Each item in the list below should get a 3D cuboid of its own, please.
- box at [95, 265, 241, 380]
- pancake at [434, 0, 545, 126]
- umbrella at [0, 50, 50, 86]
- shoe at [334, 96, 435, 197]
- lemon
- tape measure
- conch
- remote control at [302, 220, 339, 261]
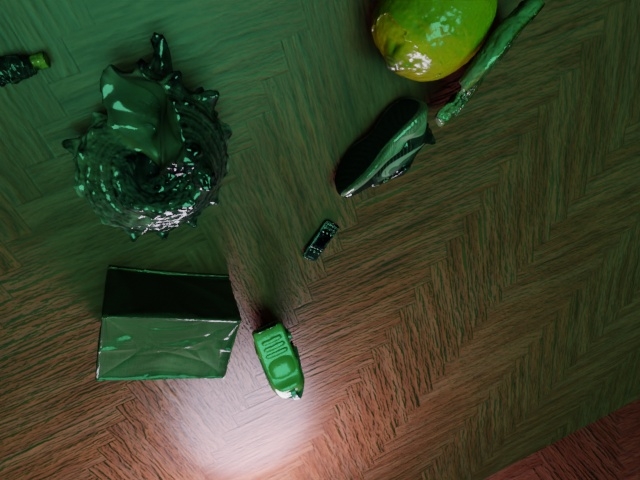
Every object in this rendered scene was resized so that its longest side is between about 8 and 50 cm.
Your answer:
[{"bbox_3d":[-0.288,0.158,0.845,0.231,0.149,0.156,8,117,-25],"label":"box"},{"bbox_3d":[0.280,-0.301,0.757,0.037,0.253,0.254,38,105,4],"label":"pancake"},{"bbox_3d":[-0.443,-0.227,0.607,0.143,0.037,0.040,-16,112,-8],"label":"umbrella"},{"bbox_3d":[0.129,-0.158,0.850,0.227,0.099,0.112,-48,133,11],"label":"shoe"},{"bbox_3d":[0.175,-0.348,0.697,0.180,0.181,0.193,12,120,-28],"label":"lemon"},{"bbox_3d":[-0.091,0.257,0.985,0.087,0.154,0.178,-20,96,-13],"label":"tape measure"},{"bbox_3d":[-0.255,-0.135,0.675,0.240,0.186,0.313,12,135,-21],"label":"conch"},{"bbox_3d":[0.000,0.000,0.944,0.039,0.014,0.096,26,107,-33],"label":"remote control"}]
